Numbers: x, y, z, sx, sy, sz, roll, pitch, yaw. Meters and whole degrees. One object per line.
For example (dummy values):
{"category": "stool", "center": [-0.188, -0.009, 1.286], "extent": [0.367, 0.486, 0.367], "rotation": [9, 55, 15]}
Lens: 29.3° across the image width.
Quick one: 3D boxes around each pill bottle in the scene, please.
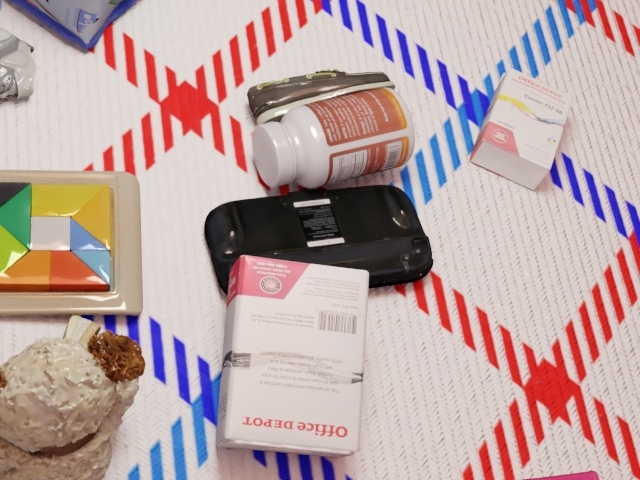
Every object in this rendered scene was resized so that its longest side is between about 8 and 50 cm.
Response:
{"category": "pill bottle", "center": [0.017, -0.144, 1.769], "extent": [0.216, 0.121, 0.121], "rotation": [-14, 66, -23]}

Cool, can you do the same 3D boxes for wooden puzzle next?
{"category": "wooden puzzle", "center": [-0.355, -0.004, 1.625], "extent": [0.239, 0.044, 0.221], "rotation": [3, 59, -15]}

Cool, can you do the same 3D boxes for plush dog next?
{"category": "plush dog", "center": [-0.302, 0.198, 1.357], "extent": [0.262, 0.225, 0.210], "rotation": [-16, 51, -22]}

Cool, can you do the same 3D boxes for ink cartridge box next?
{"category": "ink cartridge box", "center": [-0.036, 0.152, 1.569], "extent": [0.172, 0.100, 0.237], "rotation": [7, 73, -12]}
{"category": "ink cartridge box", "center": [0.320, -0.190, 1.916], "extent": [0.115, 0.067, 0.198], "rotation": [24, 57, -2]}

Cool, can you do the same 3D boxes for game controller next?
{"category": "game controller", "center": [0.000, 0.000, 1.728], "extent": [0.319, 0.067, 0.166], "rotation": [-7, 49, -20]}

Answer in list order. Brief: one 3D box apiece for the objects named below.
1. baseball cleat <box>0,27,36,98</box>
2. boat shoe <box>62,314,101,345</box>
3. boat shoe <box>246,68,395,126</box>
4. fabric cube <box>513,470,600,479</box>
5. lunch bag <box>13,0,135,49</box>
{"category": "baseball cleat", "center": [-0.461, -0.210, 1.698], "extent": [0.109, 0.072, 0.205], "rotation": [26, 61, -8]}
{"category": "boat shoe", "center": [-0.310, 0.156, 1.545], "extent": [0.045, 0.050, 0.135], "rotation": [12, 58, -3]}
{"category": "boat shoe", "center": [0.002, -0.223, 1.833], "extent": [0.228, 0.081, 0.068], "rotation": [-16, 71, -21]}
{"category": "fabric cube", "center": [0.187, 0.432, 1.415], "extent": [0.258, 0.254, 0.259], "rotation": [-3, 63, -16]}
{"category": "lunch bag", "center": [-0.409, -0.526, 1.741], "extent": [0.385, 0.328, 0.239], "rotation": [32, 53, 5]}
